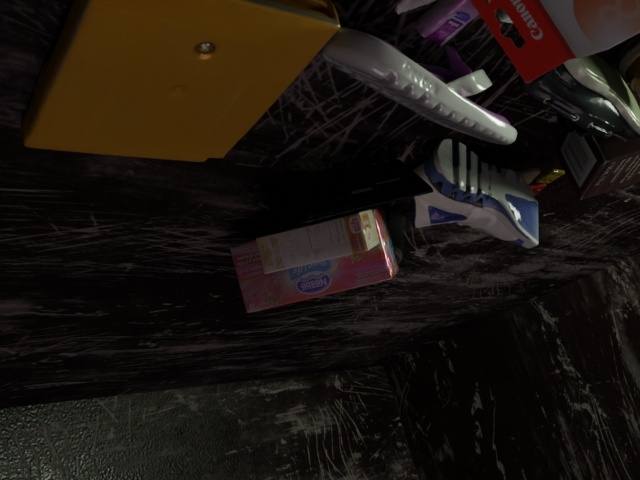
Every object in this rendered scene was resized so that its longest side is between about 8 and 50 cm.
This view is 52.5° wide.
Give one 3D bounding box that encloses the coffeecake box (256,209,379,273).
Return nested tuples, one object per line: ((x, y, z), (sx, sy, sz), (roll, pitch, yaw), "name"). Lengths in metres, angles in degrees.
((0.000, 0.000, 1.146), (0.186, 0.068, 0.142), (-13, -178, 13), "coffeecake box")

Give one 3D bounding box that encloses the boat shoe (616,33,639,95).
((0.625, -0.325, 0.993), (0.123, 0.120, 0.324), (-1, 154, -38), "boat shoe")

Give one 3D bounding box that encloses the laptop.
((0.056, -0.058, 1.205), (0.234, 0.264, 0.136), (-14, 117, -8), "laptop")

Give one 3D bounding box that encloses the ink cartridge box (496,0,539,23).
((0.384, -0.330, 0.776), (0.275, 0.060, 0.239), (-12, -178, 42), "ink cartridge box")

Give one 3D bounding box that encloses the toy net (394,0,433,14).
((0.186, -0.336, 0.743), (0.232, 0.045, 0.122), (-24, 178, 26), "toy net")

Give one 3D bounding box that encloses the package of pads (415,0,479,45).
((0.169, -0.294, 0.843), (0.050, 0.032, 0.083), (7, 149, -43), "package of pads")

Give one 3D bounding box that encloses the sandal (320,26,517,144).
((0.174, -0.224, 0.914), (0.416, 0.169, 0.102), (11, 106, -51), "sandal")

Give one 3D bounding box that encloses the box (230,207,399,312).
((-0.007, 0.037, 1.301), (0.300, 0.142, 0.154), (-15, 180, 12), "box")

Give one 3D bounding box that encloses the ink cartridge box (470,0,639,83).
((0.260, -0.264, 0.715), (0.179, 0.145, 0.045), (-26, -162, 44), "ink cartridge box")

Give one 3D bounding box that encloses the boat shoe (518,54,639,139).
((0.442, -0.231, 1.086), (0.113, 0.127, 0.340), (-31, 154, 36), "boat shoe")

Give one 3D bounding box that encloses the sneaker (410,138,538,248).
((0.286, -0.081, 1.318), (0.315, 0.127, 0.182), (27, 149, -28), "sneaker")

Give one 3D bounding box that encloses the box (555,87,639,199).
((0.689, -0.224, 1.284), (0.381, 0.143, 0.191), (-19, 159, 1), "box")

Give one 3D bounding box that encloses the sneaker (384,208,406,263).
((0.077, -0.016, 1.432), (0.222, 0.118, 0.083), (11, 143, 6), "sneaker")

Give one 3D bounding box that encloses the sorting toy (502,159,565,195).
((0.396, -0.129, 1.423), (0.275, 0.046, 0.132), (-10, 158, -16), "sorting toy")

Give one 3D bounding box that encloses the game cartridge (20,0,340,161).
((-0.179, -0.203, 0.792), (0.285, 0.052, 0.324), (0, 156, -39), "game cartridge")
